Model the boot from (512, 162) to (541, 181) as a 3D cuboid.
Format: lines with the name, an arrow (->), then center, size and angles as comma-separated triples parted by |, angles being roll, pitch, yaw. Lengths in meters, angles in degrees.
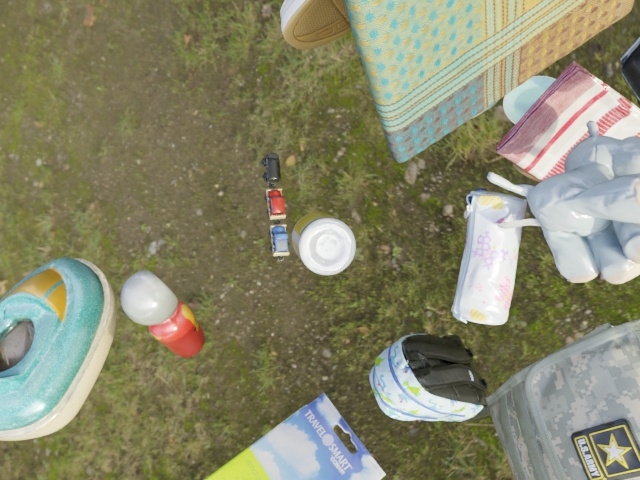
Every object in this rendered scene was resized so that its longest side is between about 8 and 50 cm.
boot -> 0.603, -0.225, 1.383 | 0.073, 0.197, 0.152 | -93, 13, -48

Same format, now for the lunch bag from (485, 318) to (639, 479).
lunch bag -> 0.327, 0.241, 0.611 | 0.169, 0.287, 0.235 | -10, 61, -9

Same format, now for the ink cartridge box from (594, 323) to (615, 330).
ink cartridge box -> 0.638, 0.341, 1.161 | 0.197, 0.114, 0.273 | 26, 85, 20

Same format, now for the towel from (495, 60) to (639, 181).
towel -> 0.584, -0.198, 1.177 | 0.329, 0.037, 0.237 | 30, 124, -10

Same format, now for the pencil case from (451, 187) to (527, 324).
pencil case -> 0.339, 0.033, 1.106 | 0.113, 0.124, 0.273 | 17, 105, 54

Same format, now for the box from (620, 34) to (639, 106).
box -> 0.654, -0.220, 0.463 | 0.480, 0.472, 0.297 | 114, 148, -55

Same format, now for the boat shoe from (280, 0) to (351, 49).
boat shoe -> 0.050, -0.322, 0.558 | 0.277, 0.098, 0.096 | -42, 71, 20

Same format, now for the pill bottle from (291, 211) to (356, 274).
pill bottle -> 0.000, 0.000, 1.033 | 0.184, 0.103, 0.103 | -137, 63, -78

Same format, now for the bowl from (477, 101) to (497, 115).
bowl -> 0.203, -0.312, 0.939 | 0.312, 0.311, 0.163 | 6, 80, 35

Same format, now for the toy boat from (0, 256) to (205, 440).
toy boat -> -0.316, 0.113, 0.711 | 0.318, 0.148, 0.267 | -10, 49, 11

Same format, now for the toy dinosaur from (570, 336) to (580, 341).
toy dinosaur -> 0.648, 0.300, 1.346 | 0.064, 0.211, 0.112 | 16, 82, 8

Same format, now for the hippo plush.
hippo plush -> 0.508, -0.073, 1.007 | 0.294, 0.236, 0.234 | 11, 135, 39

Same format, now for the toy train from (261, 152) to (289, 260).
toy train -> -0.063, -0.050, 0.783 | 0.036, 0.027, 0.158 | 156, 109, -67

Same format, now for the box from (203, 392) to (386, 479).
box -> -0.037, 0.250, 0.542 | 0.178, 0.042, 0.109 | -32, 63, -19

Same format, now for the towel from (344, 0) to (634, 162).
towel -> 0.125, -0.230, 0.354 | 0.271, 0.370, 0.040 | -33, 59, -1

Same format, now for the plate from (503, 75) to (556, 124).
plate -> 0.642, -0.407, 1.624 | 0.188, 0.024, 0.188 | -7, 66, 17

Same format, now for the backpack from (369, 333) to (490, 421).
backpack -> 0.324, 0.423, 1.674 | 0.273, 0.355, 0.290 | -31, 58, 21
